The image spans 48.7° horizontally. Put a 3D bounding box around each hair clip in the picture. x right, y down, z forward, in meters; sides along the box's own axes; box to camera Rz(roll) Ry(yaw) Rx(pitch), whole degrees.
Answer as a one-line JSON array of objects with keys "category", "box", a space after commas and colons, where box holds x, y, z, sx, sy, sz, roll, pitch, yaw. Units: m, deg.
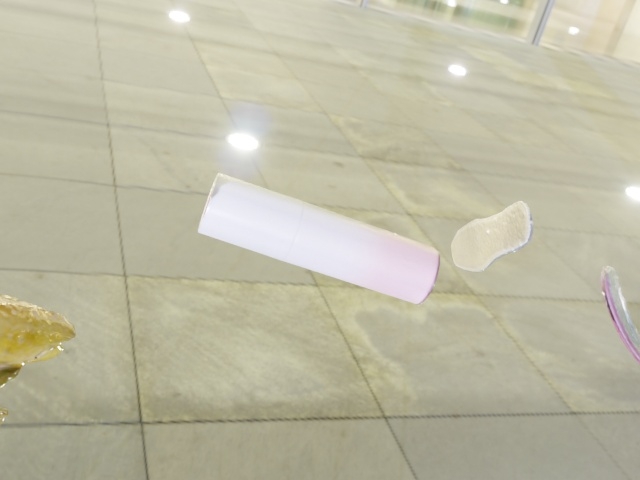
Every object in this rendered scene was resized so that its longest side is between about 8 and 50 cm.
[{"category": "hair clip", "box": [0.284, 0.085, 0.624, 0.137, 0.022, 0.054, 59, 29, 10]}]

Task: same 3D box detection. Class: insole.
[{"category": "insole", "box": [0.254, -0.001, 1.074, 0.011, 0.081, 0.248, -3, -13, -15]}]

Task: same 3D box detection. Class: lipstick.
[{"category": "lipstick", "box": [0.000, 0.000, 0.979, 0.327, 0.087, 0.087, 19, 25, -11]}]

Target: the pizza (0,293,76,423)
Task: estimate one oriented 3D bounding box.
[{"category": "pizza", "box": [-0.338, 0.119, 0.451, 0.268, 0.257, 0.087, 30, 6, -47]}]
